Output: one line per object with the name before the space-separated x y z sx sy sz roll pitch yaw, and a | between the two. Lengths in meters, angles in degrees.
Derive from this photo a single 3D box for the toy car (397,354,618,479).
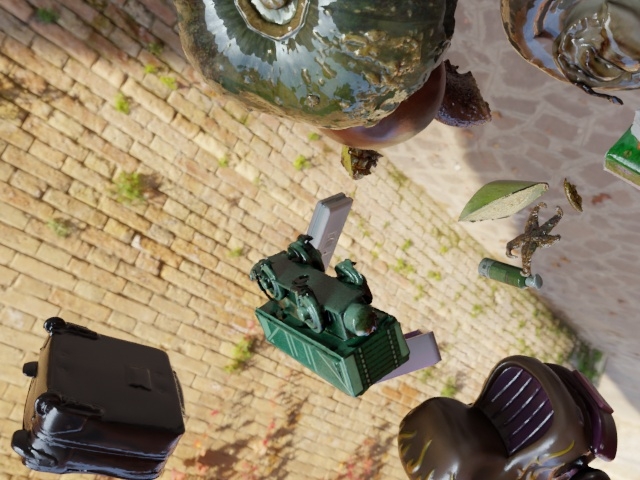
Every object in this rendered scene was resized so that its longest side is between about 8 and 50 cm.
toy car | 0.298 0.334 0.988 0.240 0.340 0.271 34 -162 -28

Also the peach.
peach | 0.093 -0.275 1.031 0.252 0.252 0.252 23 168 5

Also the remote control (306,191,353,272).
remote control | 0.000 0.000 1.582 0.055 0.277 0.103 39 -140 24

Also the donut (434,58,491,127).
donut | 0.287 -0.306 1.281 0.186 0.144 0.126 52 -165 -20

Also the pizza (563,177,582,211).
pizza | 0.545 -0.098 1.253 0.016 0.037 0.083 -18 102 58

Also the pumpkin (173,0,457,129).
pumpkin | -0.002 -0.279 0.715 0.328 0.291 0.257 26 -150 8

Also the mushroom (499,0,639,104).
mushroom | 0.466 -0.365 0.922 0.362 0.294 0.362 18 162 6

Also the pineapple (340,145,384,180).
pineapple | 0.095 -0.189 1.355 0.114 0.114 0.077 -1 161 -31

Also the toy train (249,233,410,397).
toy train | 0.001 0.090 0.778 0.269 0.115 0.154 17 137 55

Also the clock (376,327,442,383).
clock | 0.130 0.235 1.158 0.197 0.063 0.150 -18 174 -1

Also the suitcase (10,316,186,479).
suitcase | -0.466 0.345 1.268 0.339 0.188 0.345 20 -168 -28

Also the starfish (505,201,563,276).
starfish | 0.566 0.000 1.531 0.053 0.209 0.150 33 159 -29

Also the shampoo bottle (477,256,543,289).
shampoo bottle | 0.555 0.099 1.697 0.065 0.065 0.204 32 174 -35

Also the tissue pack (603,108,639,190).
tissue pack | 0.694 -0.164 1.141 0.209 0.148 0.156 41 -176 27

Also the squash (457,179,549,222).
squash | 0.596 -0.119 1.843 0.237 0.204 0.155 -8 -147 -29
